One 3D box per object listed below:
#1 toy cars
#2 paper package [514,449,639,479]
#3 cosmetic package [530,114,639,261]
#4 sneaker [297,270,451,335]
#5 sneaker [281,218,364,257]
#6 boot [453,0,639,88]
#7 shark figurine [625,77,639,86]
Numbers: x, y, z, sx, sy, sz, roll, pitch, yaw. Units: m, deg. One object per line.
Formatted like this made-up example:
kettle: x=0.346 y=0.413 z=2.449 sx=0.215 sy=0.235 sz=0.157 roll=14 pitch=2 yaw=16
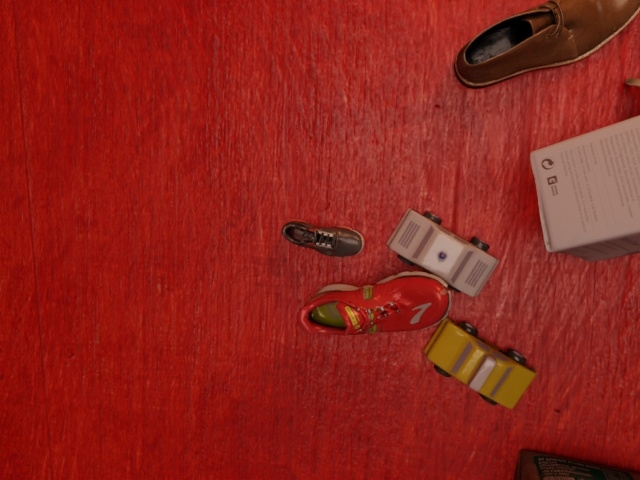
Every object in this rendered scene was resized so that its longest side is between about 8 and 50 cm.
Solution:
toy cars: x=0.244 y=0.121 z=0.919 sx=0.177 sy=0.087 sz=0.393 roll=-19 pitch=91 yaw=13
paper package: x=0.480 y=0.542 z=0.868 sx=0.325 sy=0.168 sz=0.309 roll=8 pitch=95 yaw=12
cosmetic package: x=0.509 y=-0.088 z=0.693 sx=0.385 sy=0.217 sz=0.156 roll=-16 pitch=74 yaw=40
sneaker: x=0.085 y=0.126 z=0.909 sx=0.279 sy=0.118 sz=0.107 roll=-13 pitch=95 yaw=30
sneaker: x=0.000 y=0.000 z=0.971 sx=0.158 sy=0.065 sz=0.061 roll=9 pitch=97 yaw=11
boot: x=0.366 y=-0.334 z=0.841 sx=0.306 sy=0.115 sz=0.112 roll=-23 pitch=88 yaw=12
shark figurine: x=0.606 y=-0.232 z=0.824 sx=0.278 sy=0.166 sz=0.116 roll=-28 pitch=115 yaw=-4
